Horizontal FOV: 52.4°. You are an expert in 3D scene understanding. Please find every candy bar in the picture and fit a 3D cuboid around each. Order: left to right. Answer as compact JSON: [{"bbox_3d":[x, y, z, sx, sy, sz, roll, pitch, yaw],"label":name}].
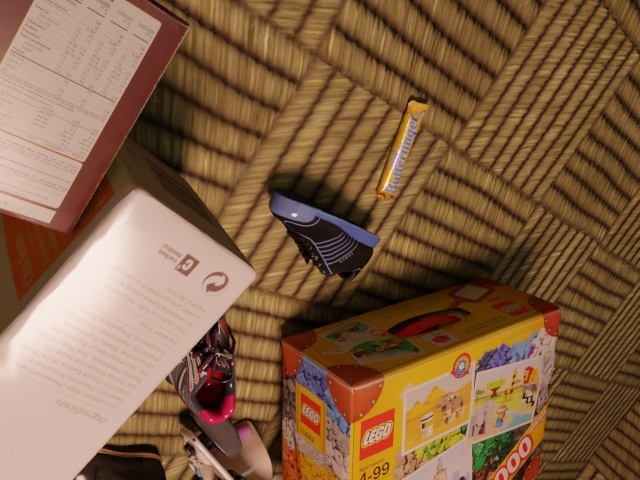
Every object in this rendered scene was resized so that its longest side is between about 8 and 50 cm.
[{"bbox_3d":[0.123,-0.135,0.990,0.040,0.018,0.162,-1,120,-38],"label":"candy bar"}]

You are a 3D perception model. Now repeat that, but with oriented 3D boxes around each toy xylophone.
[{"bbox_3d":[-0.129,0.463,1.184,0.236,0.081,0.323,-12,127,-32],"label":"toy xylophone"}]

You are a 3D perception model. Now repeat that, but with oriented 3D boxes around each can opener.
[{"bbox_3d":[-0.124,0.387,1.038,0.093,0.074,0.280,-40,105,-24],"label":"can opener"}]

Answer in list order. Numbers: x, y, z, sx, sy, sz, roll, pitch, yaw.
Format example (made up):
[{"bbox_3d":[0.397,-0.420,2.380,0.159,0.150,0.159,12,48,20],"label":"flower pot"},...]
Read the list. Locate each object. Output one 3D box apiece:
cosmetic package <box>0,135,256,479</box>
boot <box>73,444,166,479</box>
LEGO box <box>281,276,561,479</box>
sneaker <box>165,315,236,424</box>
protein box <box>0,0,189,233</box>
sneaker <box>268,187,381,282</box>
[{"bbox_3d":[-0.303,0.109,0.665,0.453,0.230,0.161,-48,130,2],"label":"cosmetic package"},{"bbox_3d":[-0.300,0.365,0.936,0.197,0.137,0.077,3,118,-39],"label":"boot"},{"bbox_3d":[0.183,0.311,1.162,0.499,0.193,0.373,-12,112,-35],"label":"LEGO box"},{"bbox_3d":[-0.165,0.123,0.884,0.120,0.112,0.299,-26,133,-21],"label":"sneaker"},{"bbox_3d":[-0.250,-0.153,0.546,0.136,0.200,0.201,24,104,-45],"label":"protein box"},{"bbox_3d":[0.000,0.000,0.945,0.232,0.081,0.091,24,97,-47],"label":"sneaker"}]
